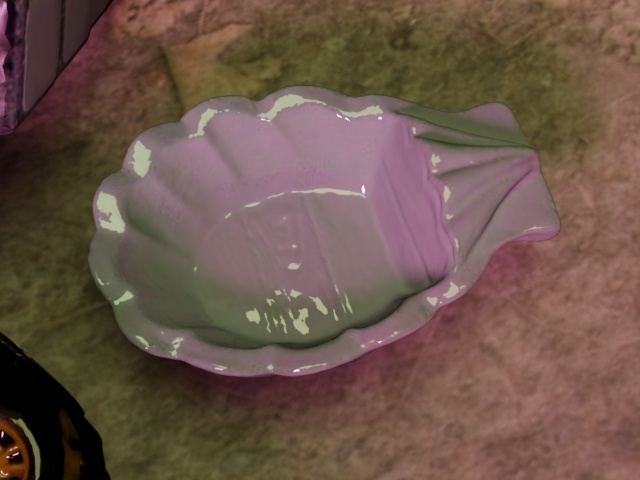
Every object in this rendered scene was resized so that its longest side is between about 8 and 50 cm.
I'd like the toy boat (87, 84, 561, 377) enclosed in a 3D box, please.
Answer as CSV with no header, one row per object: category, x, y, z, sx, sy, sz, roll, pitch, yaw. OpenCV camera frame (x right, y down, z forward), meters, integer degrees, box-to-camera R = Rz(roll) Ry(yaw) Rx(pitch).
toy boat,0.000,0.000,1.070,0.290,0.100,0.199,-14,64,-10

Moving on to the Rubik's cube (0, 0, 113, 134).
Rubik's cube,-0.284,-0.294,1.010,0.344,0.344,0.337,12,27,4

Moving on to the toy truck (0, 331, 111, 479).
toy truck,-0.310,0.104,0.954,0.405,0.180,0.254,40,80,14
